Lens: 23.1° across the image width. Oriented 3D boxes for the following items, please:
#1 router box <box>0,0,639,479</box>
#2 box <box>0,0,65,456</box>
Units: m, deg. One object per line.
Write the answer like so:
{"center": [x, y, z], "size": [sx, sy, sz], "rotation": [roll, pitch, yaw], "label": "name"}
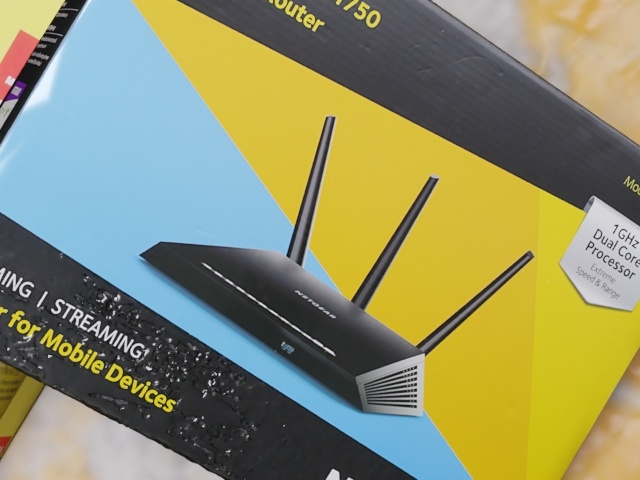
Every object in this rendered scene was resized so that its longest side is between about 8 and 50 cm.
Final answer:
{"center": [0.000, 0.000, 0.415], "size": [0.179, 0.046, 0.133], "rotation": [31, 88, -21], "label": "router box"}
{"center": [-0.084, -0.027, 0.458], "size": [0.058, 0.087, 0.232], "rotation": [31, 88, 13], "label": "box"}
